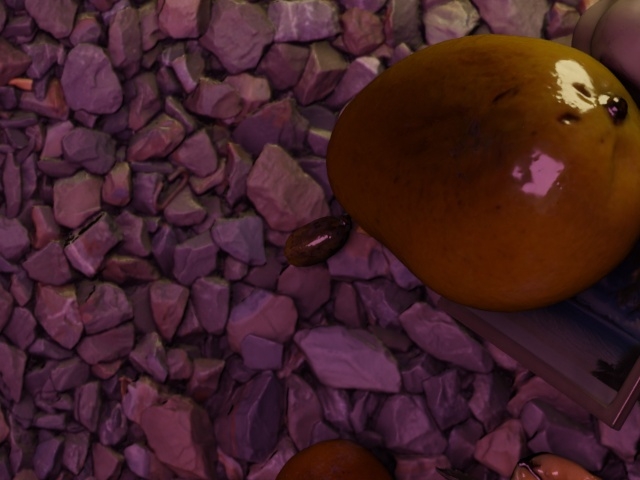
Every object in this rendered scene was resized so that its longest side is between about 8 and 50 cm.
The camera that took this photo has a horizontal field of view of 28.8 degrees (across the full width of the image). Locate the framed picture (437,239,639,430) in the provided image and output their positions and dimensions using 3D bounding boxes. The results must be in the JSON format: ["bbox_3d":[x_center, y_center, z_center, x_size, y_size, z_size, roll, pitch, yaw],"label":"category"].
[{"bbox_3d":[0.278,0.038,1.381,0.315,0.024,0.232,35,99,53],"label":"framed picture"}]

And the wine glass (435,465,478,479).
[{"bbox_3d":[0.128,0.398,1.462,0.074,0.074,0.262,18,93,21],"label":"wine glass"}]

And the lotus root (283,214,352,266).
[{"bbox_3d":[0.000,0.000,1.554,0.099,0.054,0.049,-30,66,15],"label":"lotus root"}]

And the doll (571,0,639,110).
[{"bbox_3d":[0.414,-0.282,1.347,0.226,0.215,0.370,18,93,5],"label":"doll"}]

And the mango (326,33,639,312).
[{"bbox_3d":[0.168,-0.077,1.381,0.445,0.220,0.301,6,84,54],"label":"mango"}]

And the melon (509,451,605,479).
[{"bbox_3d":[0.279,0.319,1.415,0.160,0.079,0.128,40,117,18],"label":"melon"}]

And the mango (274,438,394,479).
[{"bbox_3d":[0.016,0.391,1.464,0.193,0.146,0.316,1,94,39],"label":"mango"}]
